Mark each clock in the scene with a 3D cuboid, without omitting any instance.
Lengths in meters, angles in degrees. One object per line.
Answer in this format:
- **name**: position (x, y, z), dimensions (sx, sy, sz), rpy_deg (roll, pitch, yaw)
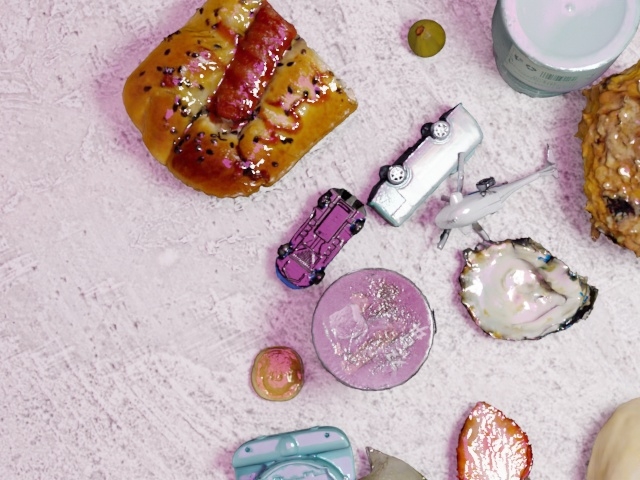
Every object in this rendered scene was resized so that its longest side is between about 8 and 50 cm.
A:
- **clock**: position (-0.035, 0.486, 1.843), dimensions (0.223, 0.094, 0.274), rpy_deg (-12, 82, 2)

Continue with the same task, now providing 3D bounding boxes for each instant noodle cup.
- **instant noodle cup**: position (0.096, 0.165, 1.817), dimensions (0.217, 0.207, 0.218), rpy_deg (0, 82, 2)

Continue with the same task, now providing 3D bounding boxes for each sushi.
- **sushi**: position (0.180, 0.477, 1.806), dimensions (0.134, 0.109, 0.273), rpy_deg (-30, 84, -26)

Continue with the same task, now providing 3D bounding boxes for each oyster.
- **oyster**: position (0.389, 0.089, 1.876), dimensions (0.259, 0.092, 0.198), rpy_deg (-3, 83, 11)

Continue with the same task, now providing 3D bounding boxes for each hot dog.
- **hot dog**: position (-0.171, -0.269, 1.893), dimensions (0.365, 0.196, 0.367), rpy_deg (-44, 81, 1)

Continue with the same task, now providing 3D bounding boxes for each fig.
- **fig**: position (0.203, -0.395, 1.937), dimensions (0.073, 0.088, 0.074), rpy_deg (-4, 79, 20)

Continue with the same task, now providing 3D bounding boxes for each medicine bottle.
- **medicine bottle**: position (0.429, -0.389, 1.825), dimensions (0.244, 0.290, 0.245), rpy_deg (0, 85, 2)

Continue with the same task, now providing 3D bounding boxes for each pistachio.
- **pistachio**: position (0.592, 0.438, 1.763), dimensions (0.237, 0.229, 0.321), rpy_deg (-8, 71, 28)

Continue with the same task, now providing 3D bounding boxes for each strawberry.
- **strawberry**: position (0.312, 0.390, 1.847), dimensions (0.146, 0.082, 0.187), rpy_deg (-11, 77, -4)

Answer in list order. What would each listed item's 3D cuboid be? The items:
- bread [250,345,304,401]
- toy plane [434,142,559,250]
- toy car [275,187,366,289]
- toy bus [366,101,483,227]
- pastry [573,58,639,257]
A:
- **bread**: position (-0.081, 0.254, 1.906), dimensions (0.110, 0.024, 0.110), rpy_deg (0, 83, 3)
- **toy plane**: position (0.337, -0.079, 1.874), dimensions (0.273, 0.107, 0.182), rpy_deg (-6, 101, -14)
- **toy car**: position (0.000, 0.000, 1.913), dimensions (0.103, 0.063, 0.216), rpy_deg (39, 92, 7)
- **toy bus**: position (0.197, -0.144, 1.911), dimensions (0.109, 0.091, 0.262), rpy_deg (45, 88, -4)
- **pastry**: position (0.640, -0.122, 1.788), dimensions (0.404, 0.292, 0.338), rpy_deg (19, 95, -3)
